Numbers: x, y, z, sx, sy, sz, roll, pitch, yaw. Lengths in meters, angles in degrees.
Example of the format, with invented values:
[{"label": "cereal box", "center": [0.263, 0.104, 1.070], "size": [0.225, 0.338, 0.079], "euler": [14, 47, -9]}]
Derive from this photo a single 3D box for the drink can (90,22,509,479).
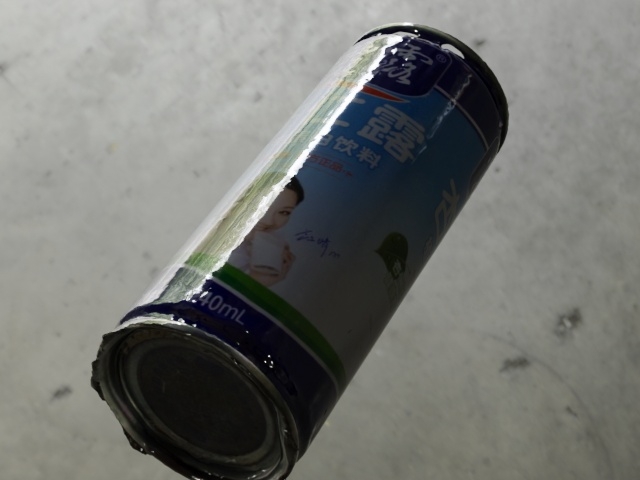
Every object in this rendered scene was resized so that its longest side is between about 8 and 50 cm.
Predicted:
[{"label": "drink can", "center": [0.000, 0.000, 0.642], "size": [0.097, 0.097, 0.235], "euler": [7, 39, 29]}]
